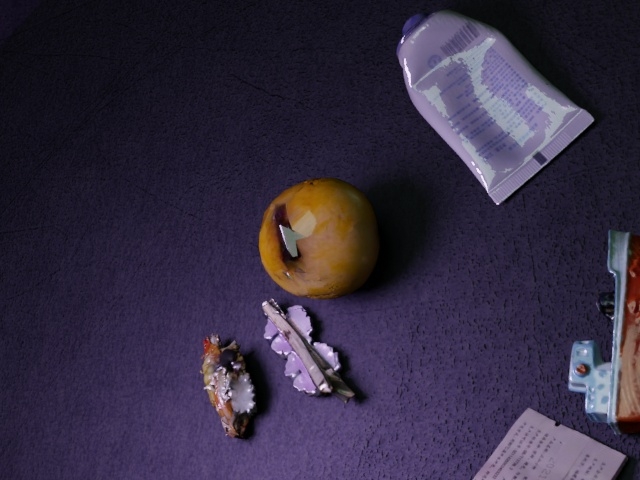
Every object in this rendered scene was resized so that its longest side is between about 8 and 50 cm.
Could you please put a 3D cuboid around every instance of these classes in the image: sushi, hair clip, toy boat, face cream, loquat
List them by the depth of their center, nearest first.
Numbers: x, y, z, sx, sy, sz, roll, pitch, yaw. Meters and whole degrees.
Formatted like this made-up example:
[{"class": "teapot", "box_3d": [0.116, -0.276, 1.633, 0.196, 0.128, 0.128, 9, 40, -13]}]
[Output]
[{"class": "toy boat", "box_3d": [0.474, 0.138, 1.810, 0.133, 0.145, 0.332, 2, 72, 24]}, {"class": "loquat", "box_3d": [0.000, 0.000, 2.110, 0.235, 0.235, 0.235, -13, 61, 25]}, {"class": "hair clip", "box_3d": [-0.035, 0.211, 2.127, 0.106, 0.084, 0.292, -48, 48, 8]}, {"class": "face cream", "box_3d": [0.298, -0.288, 2.154, 0.235, 0.137, 0.420, -41, 61, 6]}, {"class": "sushi", "box_3d": [-0.178, 0.269, 2.166, 0.103, 0.097, 0.226, -31, 57, 10]}]

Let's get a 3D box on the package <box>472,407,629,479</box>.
[{"class": "package", "box_3d": [0.349, 0.410, 1.812, 0.204, 0.062, 0.251, 25, 77, 35]}]
